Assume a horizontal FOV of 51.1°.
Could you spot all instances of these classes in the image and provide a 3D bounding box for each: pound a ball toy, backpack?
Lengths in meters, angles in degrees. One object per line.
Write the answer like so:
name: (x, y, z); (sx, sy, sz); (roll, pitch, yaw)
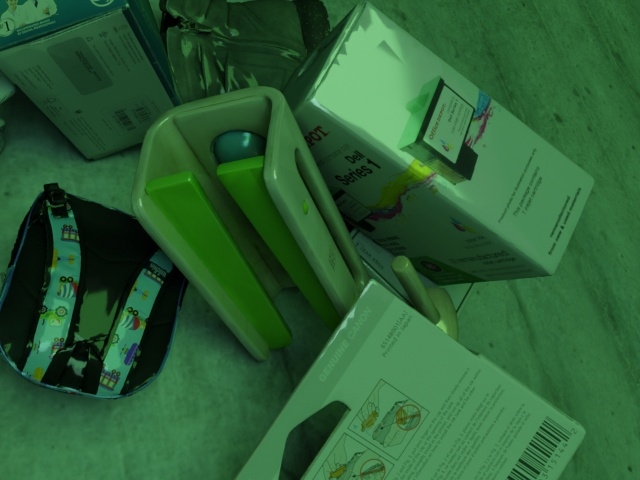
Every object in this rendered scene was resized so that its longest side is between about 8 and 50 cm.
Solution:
pound a ball toy: (0.000, 0.000, 0.637); (0.319, 0.208, 0.135); (60, 25, -48)
backpack: (-0.204, 0.061, 0.594); (0.158, 0.117, 0.173); (19, 55, -23)

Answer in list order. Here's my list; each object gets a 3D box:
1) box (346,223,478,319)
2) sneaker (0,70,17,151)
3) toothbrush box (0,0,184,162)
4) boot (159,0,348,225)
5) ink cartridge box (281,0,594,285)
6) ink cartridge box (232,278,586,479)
box: (0.133, -0.006, 0.867); (0.169, 0.087, 0.290); (43, 50, -4)
sneaker: (-0.378, -0.189, 0.620); (0.210, 0.137, 0.365); (23, 59, -21)
toothbrush box: (-0.250, -0.264, 0.668); (0.126, 0.216, 0.295); (-21, 72, -3)
boot: (-0.087, -0.161, 0.818); (0.223, 0.118, 0.338); (-3, 64, -23)
ink cartridge box: (0.088, -0.076, 0.671); (0.278, 0.201, 0.117); (33, 74, -14)
ink cartridge box: (0.057, 0.221, 0.605); (0.261, 0.066, 0.296); (36, 84, -12)
